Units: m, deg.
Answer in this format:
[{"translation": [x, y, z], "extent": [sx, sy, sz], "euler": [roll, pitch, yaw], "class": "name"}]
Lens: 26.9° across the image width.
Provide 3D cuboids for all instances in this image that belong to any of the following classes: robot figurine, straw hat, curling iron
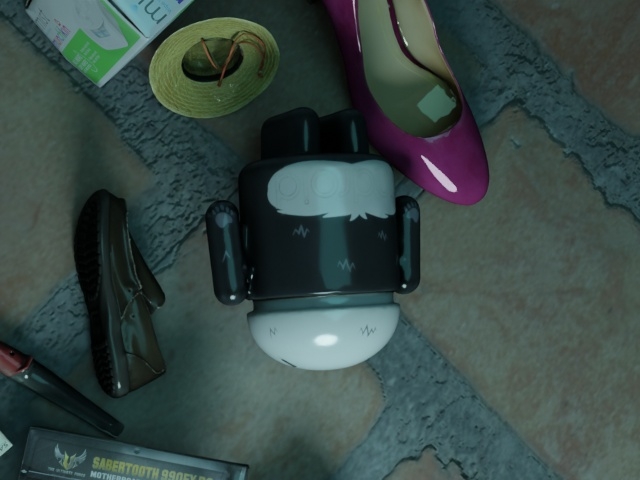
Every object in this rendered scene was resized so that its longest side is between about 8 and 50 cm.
[{"translation": [-0.003, 0.000, 1.444], "extent": [0.209, 0.173, 0.278], "euler": [-4, 87, 11], "class": "robot figurine"}, {"translation": [-0.120, -0.206, 1.468], "extent": [0.144, 0.144, 0.061], "euler": [0, 45, -19], "class": "straw hat"}, {"translation": [-0.311, 0.116, 1.396], "extent": [0.274, 0.035, 0.068], "euler": [43, 75, -12], "class": "curling iron"}]

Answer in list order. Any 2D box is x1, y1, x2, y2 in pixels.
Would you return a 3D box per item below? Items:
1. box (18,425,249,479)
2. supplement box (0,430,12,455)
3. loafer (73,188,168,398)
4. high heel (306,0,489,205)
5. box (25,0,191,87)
[{"translation": [-0.202, 0.300, 1.375], "extent": [0.231, 0.056, 0.183], "euler": [10, 82, 1], "class": "box"}, {"translation": [-0.361, 0.181, 1.361], "extent": [0.036, 0.062, 0.098], "euler": [-41, 100, -19], "class": "supplement box"}, {"translation": [-0.208, 0.053, 1.422], "extent": [0.078, 0.080, 0.220], "euler": [-8, 94, -29], "class": "loafer"}, {"translation": [0.095, -0.201, 1.481], "extent": [0.127, 0.181, 0.377], "euler": [-40, 99, -17], "class": "high heel"}, {"translation": [-0.166, -0.294, 1.355], "extent": [0.127, 0.262, 0.231], "euler": [46, 73, -11], "class": "box"}]
